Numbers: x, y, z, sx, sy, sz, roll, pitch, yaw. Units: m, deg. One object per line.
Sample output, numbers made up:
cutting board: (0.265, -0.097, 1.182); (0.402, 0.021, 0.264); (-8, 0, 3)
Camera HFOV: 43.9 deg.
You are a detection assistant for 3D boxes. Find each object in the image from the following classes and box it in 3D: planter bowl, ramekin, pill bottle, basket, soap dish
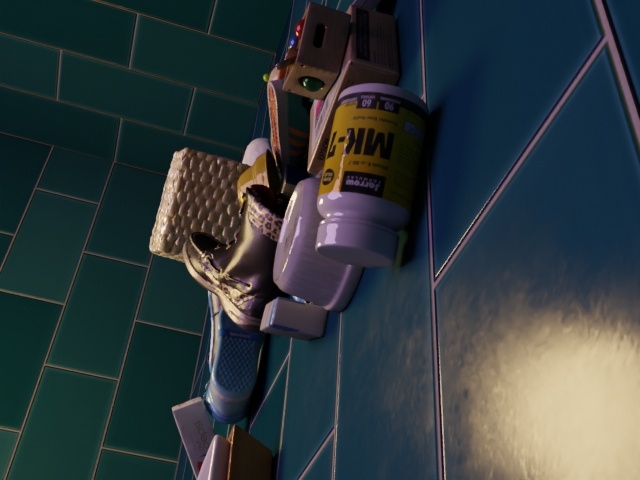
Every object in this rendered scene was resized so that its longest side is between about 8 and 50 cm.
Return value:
planter bowl: (-0.149, -0.110, 1.941); (0.217, 0.091, 0.217); (-10, -90, -85)
ramekin: (0.000, 0.000, 1.230); (0.207, 0.109, 0.207); (-166, 90, -79)
pill bottle: (0.062, -0.078, 0.987); (0.119, 0.119, 0.208); (139, 143, -72)
basket: (-0.306, -0.077, 2.333); (0.266, 0.329, 0.331); (-172, 96, -77)
soap dish: (-0.174, 0.513, 1.426); (0.228, 0.118, 0.290); (-90, 18, -52)

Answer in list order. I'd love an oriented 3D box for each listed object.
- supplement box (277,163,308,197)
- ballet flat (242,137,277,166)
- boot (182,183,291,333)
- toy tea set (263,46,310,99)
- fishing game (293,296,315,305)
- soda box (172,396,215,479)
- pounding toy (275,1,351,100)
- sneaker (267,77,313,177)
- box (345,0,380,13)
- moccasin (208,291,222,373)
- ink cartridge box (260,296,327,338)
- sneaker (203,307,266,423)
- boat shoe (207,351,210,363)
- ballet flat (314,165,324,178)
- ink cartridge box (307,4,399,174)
supplement box: (-0.066, -0.119, 1.865); (0.083, 0.056, 0.083); (-92, 19, -58)
ballet flat: (-0.225, -0.134, 2.574); (0.139, 0.139, 0.400); (-104, 31, -68)
boot: (-0.176, 0.003, 1.827); (0.377, 0.138, 0.284); (46, 121, 47)
toy tea set: (-0.066, -0.458, 2.029); (0.336, 0.124, 0.199); (-85, 9, -77)
fishing game: (-0.030, 0.038, 1.522); (0.189, 0.041, 0.263); (122, 157, -57)
soda box: (-0.272, 0.475, 1.825); (0.069, 0.074, 0.216); (159, 91, -77)
pounding toy: (-0.021, -0.297, 1.277); (0.130, 0.100, 0.141); (136, 147, -70)
sneaker: (-0.054, -0.263, 1.921); (0.302, 0.121, 0.108); (89, 162, -47)
box: (0.075, -0.430, 1.468); (0.145, 0.038, 0.186); (-54, 8, -6)
moccasin: (-0.203, 0.191, 2.019); (0.117, 0.138, 0.341); (-9, 79, 36)
ink cartridge box: (-0.047, 0.134, 1.345); (0.122, 0.089, 0.052); (139, 143, -72)
sneaker: (-0.204, 0.286, 1.877); (0.319, 0.127, 0.208); (-77, 3, -47)
boat shoe: (-0.259, 0.324, 2.183); (0.285, 0.093, 0.102); (142, 142, -72)
ballet flat: (-0.004, -0.038, 1.363); (0.058, 0.084, 0.249); (-117, 37, -52)
ink cartridge box: (0.052, -0.247, 1.347); (0.193, 0.088, 0.234); (-89, 17, -48)
